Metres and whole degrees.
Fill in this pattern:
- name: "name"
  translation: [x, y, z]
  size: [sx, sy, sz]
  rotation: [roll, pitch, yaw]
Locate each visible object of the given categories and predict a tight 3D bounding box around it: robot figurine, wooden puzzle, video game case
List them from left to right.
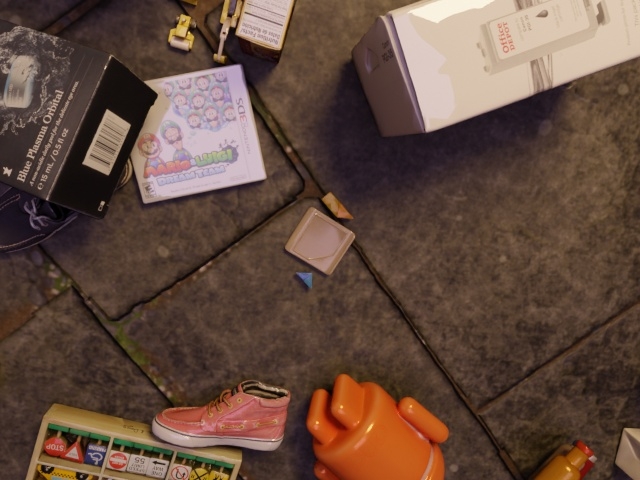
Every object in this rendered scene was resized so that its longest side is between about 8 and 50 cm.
- name: "video game case"
  translation: [-0.158, -0.130, 0.621]
  size: [0.157, 0.019, 0.143]
  rotation: [-12, 103, -3]
- name: "wooden puzzle"
  translation: [0.000, 0.000, 0.669]
  size: [0.079, 0.014, 0.116]
  rotation: [39, 95, -8]
- name: "robot figurine"
  translation: [0.076, 0.282, 0.679]
  size: [0.219, 0.128, 0.158]
  rotation: [46, 73, -12]

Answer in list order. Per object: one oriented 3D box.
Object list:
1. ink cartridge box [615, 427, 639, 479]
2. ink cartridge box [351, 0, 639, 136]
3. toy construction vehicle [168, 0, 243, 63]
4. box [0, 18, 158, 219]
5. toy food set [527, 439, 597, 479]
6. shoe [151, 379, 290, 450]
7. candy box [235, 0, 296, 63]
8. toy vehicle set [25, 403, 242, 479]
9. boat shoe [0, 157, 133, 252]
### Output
- name: "ink cartridge box"
  translation: [0.572, 0.342, 0.750]
  size: [0.198, 0.115, 0.067]
  rotation: [5, 100, -7]
- name: "ink cartridge box"
  translation: [0.196, -0.211, 0.546]
  size: [0.283, 0.207, 0.117]
  rotation: [-20, 101, -1]
- name: "toy construction vehicle"
  translation: [-0.135, -0.267, 0.586]
  size: [0.086, 0.035, 0.098]
  rotation: [18, 99, -9]
- name: "box"
  translation: [-0.287, -0.126, 0.530]
  size: [0.158, 0.093, 0.155]
  rotation: [20, 85, 13]
- name: "toy food set"
  translation: [0.402, 0.376, 0.740]
  size: [0.232, 0.111, 0.104]
  rotation: [40, 95, -10]
- name: "shoe"
  translation: [-0.130, 0.229, 0.680]
  size: [0.178, 0.063, 0.081]
  rotation: [11, 99, -14]
- name: "candy box"
  translation: [-0.043, -0.299, 0.552]
  size: [0.053, 0.109, 0.186]
  rotation: [17, 100, -9]
- name: "toy vehicle set"
  translation: [-0.261, 0.337, 0.699]
  size: [0.267, 0.035, 0.165]
  rotation: [17, 99, -9]
- name: "boat shoe"
  translation: [-0.324, -0.048, 0.596]
  size: [0.206, 0.065, 0.075]
  rotation: [-30, 103, 1]
